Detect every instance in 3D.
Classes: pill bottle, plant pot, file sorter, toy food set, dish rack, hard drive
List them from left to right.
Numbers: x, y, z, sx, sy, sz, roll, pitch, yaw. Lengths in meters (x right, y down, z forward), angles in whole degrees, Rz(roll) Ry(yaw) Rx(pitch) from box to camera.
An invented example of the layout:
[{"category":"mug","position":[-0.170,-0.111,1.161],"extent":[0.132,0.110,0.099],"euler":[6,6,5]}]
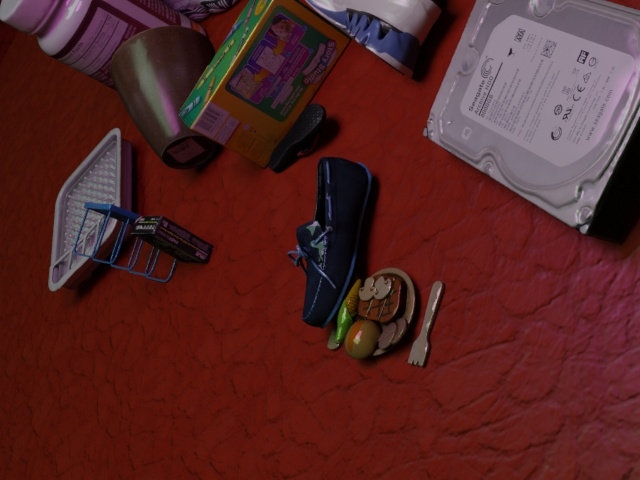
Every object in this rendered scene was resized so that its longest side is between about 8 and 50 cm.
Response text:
[{"category":"dish rack","position":[-0.501,-0.062,1.964],"extent":[0.285,0.072,0.332],"euler":[-41,42,30]},{"category":"pill bottle","position":[-0.462,-0.457,1.883],"extent":[0.224,0.392,0.224],"euler":[-30,47,38]},{"category":"file sorter","position":[-0.363,0.004,1.666],"extent":[0.118,0.170,0.104],"euler":[5,76,53]},{"category":"plant pot","position":[-0.285,-0.262,1.727],"extent":[0.215,0.215,0.230],"euler":[-38,56,31]},{"category":"toy food set","position":[0.074,0.096,1.168],"extent":[0.192,0.039,0.132],"euler":[1,70,52]},{"category":"hard drive","position":[0.266,-0.172,1.028],"extent":[0.339,0.064,0.236],"euler":[47,119,55]}]

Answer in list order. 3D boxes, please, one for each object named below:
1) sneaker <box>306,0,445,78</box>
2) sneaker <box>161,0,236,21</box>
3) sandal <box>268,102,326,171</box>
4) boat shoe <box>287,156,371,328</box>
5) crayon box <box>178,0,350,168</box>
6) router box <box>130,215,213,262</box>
[{"category":"sneaker","position":[0.102,-0.392,1.380],"extent":[0.182,0.127,0.315],"euler":[-52,44,10]},{"category":"sneaker","position":[-0.305,-0.593,1.925],"extent":[0.366,0.210,0.137],"euler":[-11,61,48]},{"category":"sandal","position":[-0.031,-0.170,1.474],"extent":[0.179,0.040,0.067],"euler":[-41,33,50]},{"category":"boat shoe","position":[0.000,0.000,1.265],"extent":[0.109,0.089,0.258],"euler":[-42,32,56]},{"category":"crayon box","position":[-0.096,-0.282,1.509],"extent":[0.278,0.165,0.081],"euler":[-55,36,11]},{"category":"router box","position":[-0.269,-0.002,1.589],"extent":[0.092,0.122,0.038],"euler":[2,65,52]}]
